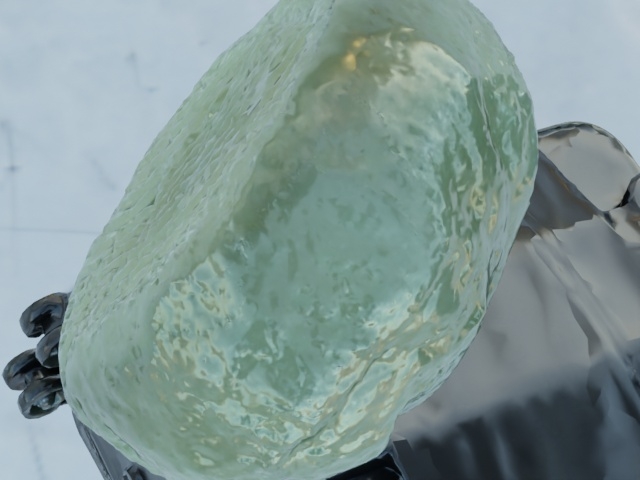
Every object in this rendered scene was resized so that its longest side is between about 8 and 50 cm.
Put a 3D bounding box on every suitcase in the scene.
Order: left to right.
[{"bbox_3d":[0.060,0.106,1.110,0.434,0.194,0.283,-19,65,-28],"label":"suitcase"}]

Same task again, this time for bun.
[{"bbox_3d":[0.000,0.000,0.645,0.118,0.195,0.195,32,77,-14],"label":"bun"}]
